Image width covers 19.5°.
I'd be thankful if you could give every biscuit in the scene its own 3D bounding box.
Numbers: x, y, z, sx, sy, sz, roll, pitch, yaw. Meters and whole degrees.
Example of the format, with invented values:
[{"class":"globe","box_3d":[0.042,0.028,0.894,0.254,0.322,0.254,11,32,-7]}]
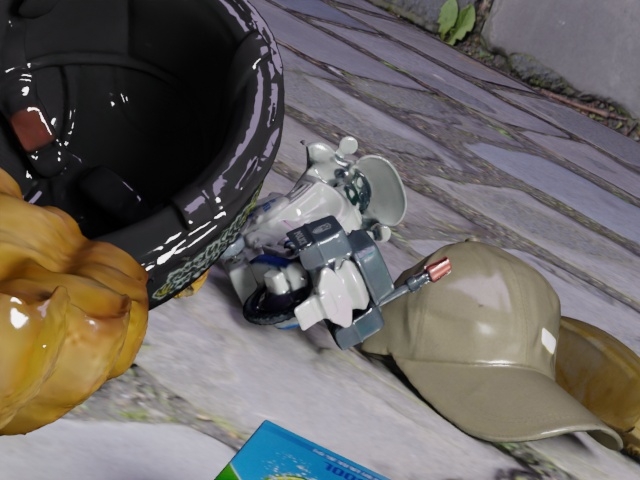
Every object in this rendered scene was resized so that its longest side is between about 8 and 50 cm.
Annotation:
[{"class":"biscuit","box_3d":[-0.239,0.002,0.850,0.326,0.107,0.326,24,7,-3]}]

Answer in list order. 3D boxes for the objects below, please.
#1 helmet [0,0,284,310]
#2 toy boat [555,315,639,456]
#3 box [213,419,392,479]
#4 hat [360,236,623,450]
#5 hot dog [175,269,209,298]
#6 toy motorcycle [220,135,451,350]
[{"class":"helmet","box_3d":[-0.148,-0.040,1.108,0.230,0.279,0.160,33,-23,14]},{"class":"toy boat","box_3d":[0.219,0.110,1.408,0.072,0.064,0.206,32,7,-32]},{"class":"box","box_3d":[0.033,0.166,0.831,0.194,0.073,0.139,25,13,6]},{"class":"hat","box_3d":[0.143,0.070,1.317,0.166,0.144,0.173,10,-5,-37]},{"class":"hot dog","box_3d":[-0.154,-0.008,1.271,0.165,0.045,0.071,27,15,19]},{"class":"toy motorcycle","box_3d":[0.000,0.000,1.337,0.150,0.102,0.221,-22,23,-4]}]
